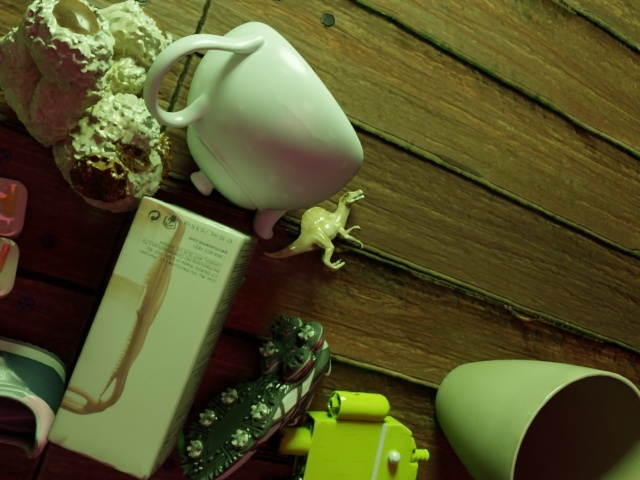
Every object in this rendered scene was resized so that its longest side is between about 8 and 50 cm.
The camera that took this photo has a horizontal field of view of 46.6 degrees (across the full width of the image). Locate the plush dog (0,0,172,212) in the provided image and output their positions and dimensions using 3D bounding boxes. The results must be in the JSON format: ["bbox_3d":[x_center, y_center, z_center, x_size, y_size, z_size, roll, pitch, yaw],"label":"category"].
[{"bbox_3d":[-0.265,-0.137,0.851,0.210,0.262,0.225,-24,99,14],"label":"plush dog"}]

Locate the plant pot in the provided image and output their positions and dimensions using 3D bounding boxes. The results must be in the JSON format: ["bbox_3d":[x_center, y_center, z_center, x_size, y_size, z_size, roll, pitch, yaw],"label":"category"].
[{"bbox_3d":[0.301,0.284,1.125,0.256,0.274,0.257,-4,100,-25],"label":"plant pot"}]

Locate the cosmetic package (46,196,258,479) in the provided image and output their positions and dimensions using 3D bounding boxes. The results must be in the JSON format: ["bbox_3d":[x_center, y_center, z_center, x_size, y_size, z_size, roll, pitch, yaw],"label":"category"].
[{"bbox_3d":[-0.193,0.108,0.890,0.129,0.153,0.296,21,89,1],"label":"cosmetic package"}]

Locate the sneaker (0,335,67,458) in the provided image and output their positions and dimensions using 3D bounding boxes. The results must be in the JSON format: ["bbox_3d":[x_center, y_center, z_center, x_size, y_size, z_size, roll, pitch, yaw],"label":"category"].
[{"bbox_3d":[-0.443,0.162,0.822,0.319,0.131,0.112,14,119,-25],"label":"sneaker"}]

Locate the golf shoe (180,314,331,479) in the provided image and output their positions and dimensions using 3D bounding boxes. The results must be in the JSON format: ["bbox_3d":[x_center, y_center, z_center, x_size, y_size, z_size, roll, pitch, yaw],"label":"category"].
[{"bbox_3d":[-0.072,0.235,1.022,0.273,0.105,0.120,-49,135,-23],"label":"golf shoe"}]

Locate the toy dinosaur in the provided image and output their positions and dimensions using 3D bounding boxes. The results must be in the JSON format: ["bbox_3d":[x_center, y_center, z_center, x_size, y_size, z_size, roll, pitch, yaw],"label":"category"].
[{"bbox_3d":[0.000,0.000,1.077,0.183,0.053,0.093,-38,96,-24],"label":"toy dinosaur"}]

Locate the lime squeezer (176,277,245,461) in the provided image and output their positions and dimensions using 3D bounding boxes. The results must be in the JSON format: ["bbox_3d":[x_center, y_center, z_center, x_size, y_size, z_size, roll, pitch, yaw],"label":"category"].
[{"bbox_3d":[-0.184,0.196,1.016,0.110,0.058,0.311,8,93,-56],"label":"lime squeezer"}]

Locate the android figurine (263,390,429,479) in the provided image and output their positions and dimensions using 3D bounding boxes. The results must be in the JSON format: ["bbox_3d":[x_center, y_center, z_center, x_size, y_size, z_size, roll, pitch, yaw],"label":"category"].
[{"bbox_3d":[0.044,0.353,1.137,0.272,0.056,0.248,12,92,-25],"label":"android figurine"}]

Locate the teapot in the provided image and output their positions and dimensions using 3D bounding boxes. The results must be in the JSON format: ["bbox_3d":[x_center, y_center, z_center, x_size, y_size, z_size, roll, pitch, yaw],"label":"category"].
[{"bbox_3d":[-0.084,-0.128,0.913,0.187,0.252,0.256,-38,100,-4],"label":"teapot"}]

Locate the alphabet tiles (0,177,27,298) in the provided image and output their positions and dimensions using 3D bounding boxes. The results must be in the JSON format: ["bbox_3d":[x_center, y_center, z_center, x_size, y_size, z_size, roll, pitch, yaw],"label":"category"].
[{"bbox_3d":[-0.474,-0.023,0.806,0.284,0.021,0.278,11,73,-26],"label":"alphabet tiles"}]
